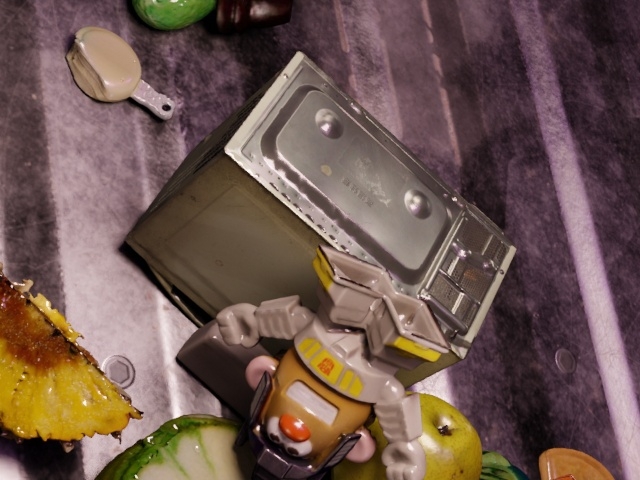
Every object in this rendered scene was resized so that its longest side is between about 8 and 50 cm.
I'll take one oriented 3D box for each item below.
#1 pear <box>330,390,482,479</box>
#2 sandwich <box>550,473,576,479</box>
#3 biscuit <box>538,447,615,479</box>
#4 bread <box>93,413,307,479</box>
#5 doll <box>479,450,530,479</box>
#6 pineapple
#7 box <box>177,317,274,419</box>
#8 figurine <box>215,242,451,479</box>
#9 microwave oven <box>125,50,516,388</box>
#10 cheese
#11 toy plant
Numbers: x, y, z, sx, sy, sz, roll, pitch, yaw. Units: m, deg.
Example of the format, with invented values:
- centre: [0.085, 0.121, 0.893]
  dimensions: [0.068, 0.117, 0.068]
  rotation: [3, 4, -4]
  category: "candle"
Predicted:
- centre: [0.107, 0.279, 1.601]
  dimensions: [0.198, 0.198, 0.198]
  rotation: [14, 62, -29]
  category: "pear"
- centre: [0.371, 0.392, 1.919]
  dimensions: [0.101, 0.026, 0.069]
  rotation: [-6, 69, -25]
  category: "sandwich"
- centre: [0.419, 0.413, 1.970]
  dimensions: [0.142, 0.029, 0.221]
  rotation: [-30, 88, -39]
  category: "biscuit"
- centre: [-0.119, 0.406, 1.524]
  dimensions: [0.366, 0.129, 0.382]
  rotation: [9, 59, -39]
  category: "bread"
- centre: [0.187, 0.413, 1.703]
  dimensions: [0.322, 0.198, 0.186]
  rotation: [-49, 126, -35]
  category: "doll"
- centre: [-0.374, 0.134, 1.501]
  dimensions: [0.334, 0.158, 0.161]
  rotation: [42, 91, -7]
  category: "pineapple"
- centre: [-0.073, 0.204, 1.675]
  dimensions: [0.243, 0.103, 0.055]
  rotation: [44, 52, -11]
  category: "box"
- centre: [0.013, 0.166, 1.482]
  dimensions: [0.143, 0.308, 0.308]
  rotation: [-1, 70, -49]
  category: "figurine"
- centre: [0.000, 0.000, 1.680]
  dimensions: [0.394, 0.333, 0.247]
  rotation: [42, 48, -12]
  category: "microwave oven"
- centre: [-0.280, -0.224, 1.760]
  dimensions: [0.171, 0.047, 0.092]
  rotation: [50, 52, -6]
  category: "cheese"
- centre: [-0.151, -0.391, 1.861]
  dimensions: [0.235, 0.175, 0.218]
  rotation: [8, 54, -1]
  category: "toy plant"
